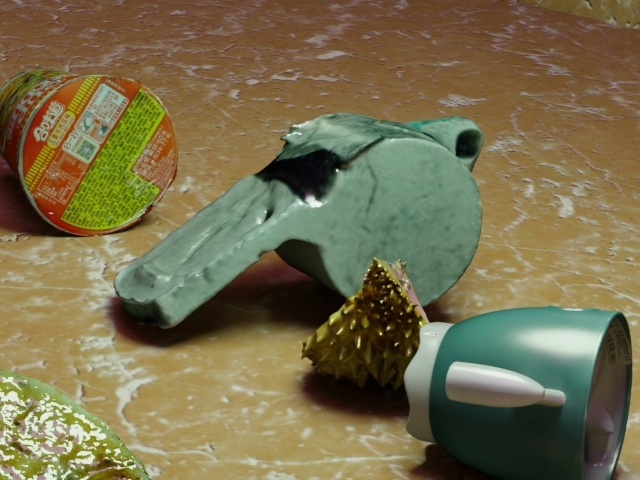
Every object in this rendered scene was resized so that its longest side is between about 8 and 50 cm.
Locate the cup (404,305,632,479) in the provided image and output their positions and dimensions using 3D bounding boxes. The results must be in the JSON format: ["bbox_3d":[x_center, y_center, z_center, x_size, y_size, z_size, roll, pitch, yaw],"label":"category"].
[{"bbox_3d":[0.170,0.136,1.580,0.173,0.167,0.299,6,-6,22],"label":"cup"}]

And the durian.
[{"bbox_3d":[0.066,0.079,1.723,0.165,0.132,0.182,15,-5,-23],"label":"durian"}]

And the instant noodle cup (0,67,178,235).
[{"bbox_3d":[-0.291,-0.119,2.096,0.193,0.193,0.212,-5,17,-26],"label":"instant noodle cup"}]

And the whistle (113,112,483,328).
[{"bbox_3d":[-0.015,-0.025,1.861,0.405,0.188,0.168,-7,15,-22],"label":"whistle"}]

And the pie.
[{"bbox_3d":[-0.260,0.196,1.368,0.277,0.078,0.277,10,31,-6],"label":"pie"}]
